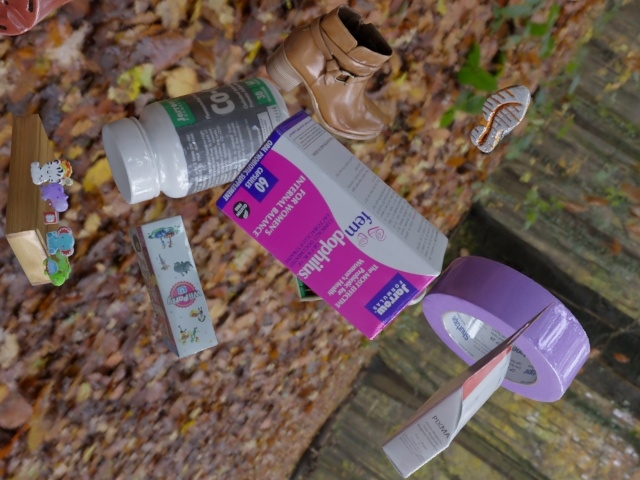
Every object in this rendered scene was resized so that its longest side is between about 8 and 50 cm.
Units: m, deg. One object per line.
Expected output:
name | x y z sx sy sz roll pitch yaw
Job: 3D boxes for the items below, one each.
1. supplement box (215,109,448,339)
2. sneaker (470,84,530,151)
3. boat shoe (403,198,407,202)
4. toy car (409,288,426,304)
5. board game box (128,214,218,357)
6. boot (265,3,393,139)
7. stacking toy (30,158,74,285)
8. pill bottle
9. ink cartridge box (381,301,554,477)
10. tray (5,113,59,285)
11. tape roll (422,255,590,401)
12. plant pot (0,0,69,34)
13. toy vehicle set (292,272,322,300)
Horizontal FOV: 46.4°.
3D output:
supplement box | 0.017 -0.020 0.799 0.111 0.220 0.114 -48 -177 23
sneaker | 0.395 -0.275 1.609 0.083 0.084 0.215 -39 173 -23
boat shoe | 0.167 -0.060 1.755 0.100 0.035 0.035 -52 -173 -27
toy car | 0.122 0.050 1.451 0.182 0.136 0.159 -18 138 -17
board game box | -0.345 0.101 1.731 0.097 0.303 0.224 -19 -174 -20
boot | 0.064 -0.307 1.377 0.220 0.283 0.109 -24 -141 48
stacking toy | -0.455 -0.035 1.304 0.167 0.052 0.221 -166 -109 -78
pill bottle | -0.258 -0.209 1.582 0.361 0.204 0.204 -21 155 -24
ink cartridge box | 0.202 0.188 0.949 0.232 0.066 0.189 -42 169 33
tray | -0.731 -0.112 1.920 0.203 0.076 0.411 89 -10 -51
tape roll | 0.309 0.151 1.267 0.090 0.275 0.275 -48 169 -19
plant pot | -0.682 -0.616 1.697 0.265 0.272 0.272 -78 -171 -47
toy vehicle set | 0.000 0.000 1.682 0.035 0.166 0.267 -27 106 -60
